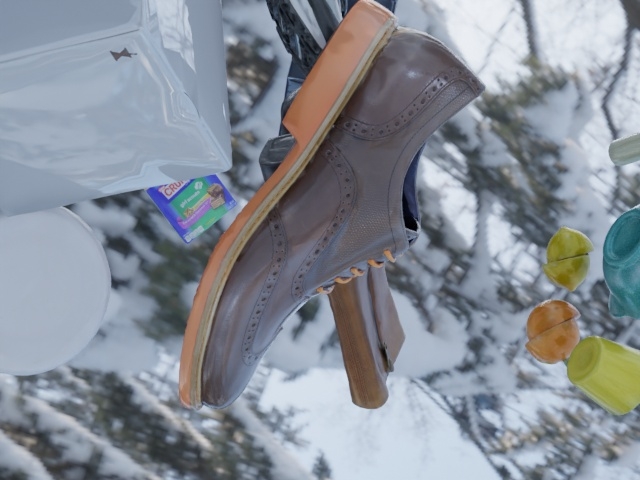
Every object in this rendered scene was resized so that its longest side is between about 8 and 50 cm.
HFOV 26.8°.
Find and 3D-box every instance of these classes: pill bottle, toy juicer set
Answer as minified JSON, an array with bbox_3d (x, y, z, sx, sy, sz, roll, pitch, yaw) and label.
[{"bbox_3d":[-0.268,0.028,1.069,0.229,0.131,0.131,6,-107,59],"label":"pill bottle"},{"bbox_3d":[0.326,0.007,1.388,0.329,0.089,0.209,-63,-158,-1],"label":"toy juicer set"}]

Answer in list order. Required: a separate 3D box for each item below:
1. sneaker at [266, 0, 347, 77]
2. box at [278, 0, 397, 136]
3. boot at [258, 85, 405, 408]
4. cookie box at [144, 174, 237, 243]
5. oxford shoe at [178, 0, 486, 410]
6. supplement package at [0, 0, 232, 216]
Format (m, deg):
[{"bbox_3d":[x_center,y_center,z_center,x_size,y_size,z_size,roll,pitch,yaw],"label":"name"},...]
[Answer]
[{"bbox_3d":[-0.007,-0.254,1.144,0.108,0.100,0.272,-14,-111,-4],"label":"sneaker"},{"bbox_3d":[0.020,-0.210,1.654,0.108,0.207,0.153,14,-111,0],"label":"box"},{"bbox_3d":[0.047,-0.014,1.347,0.096,0.280,0.264,-13,-153,18],"label":"boot"},{"bbox_3d":[-0.181,-0.066,1.825,0.092,0.107,0.040,-39,-154,-7],"label":"cookie box"},{"bbox_3d":[0.000,0.000,1.058,0.132,0.130,0.364,29,-71,3],"label":"oxford shoe"},{"bbox_3d":[-0.175,-0.195,0.930,0.175,0.177,0.293,-11,-119,10],"label":"supplement package"}]
